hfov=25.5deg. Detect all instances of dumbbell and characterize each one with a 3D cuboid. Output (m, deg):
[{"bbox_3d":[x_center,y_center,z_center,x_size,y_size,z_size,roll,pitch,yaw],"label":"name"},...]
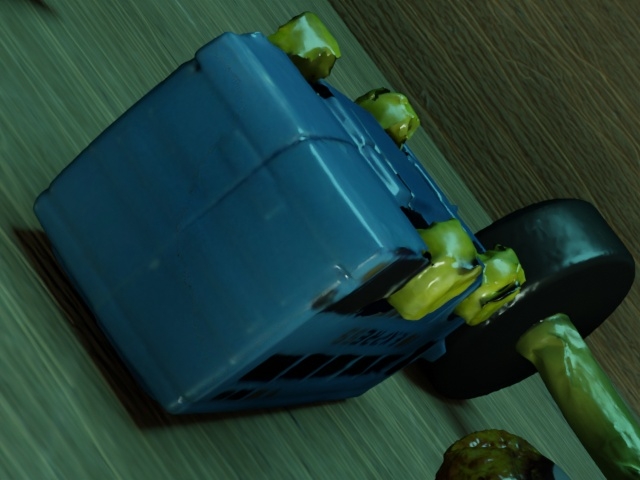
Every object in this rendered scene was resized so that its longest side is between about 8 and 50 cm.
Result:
[{"bbox_3d":[0.224,0.144,1.144,0.322,0.204,0.204,58,13,26],"label":"dumbbell"}]

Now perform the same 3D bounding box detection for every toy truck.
[{"bbox_3d":[0.000,0.000,0.797,0.161,0.162,0.385,55,11,12],"label":"toy truck"}]

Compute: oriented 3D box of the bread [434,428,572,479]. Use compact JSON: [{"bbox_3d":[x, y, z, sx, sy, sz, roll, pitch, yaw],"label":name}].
[{"bbox_3d":[0.131,0.236,0.814,0.139,0.095,0.269,12,58,-59],"label":"bread"}]
